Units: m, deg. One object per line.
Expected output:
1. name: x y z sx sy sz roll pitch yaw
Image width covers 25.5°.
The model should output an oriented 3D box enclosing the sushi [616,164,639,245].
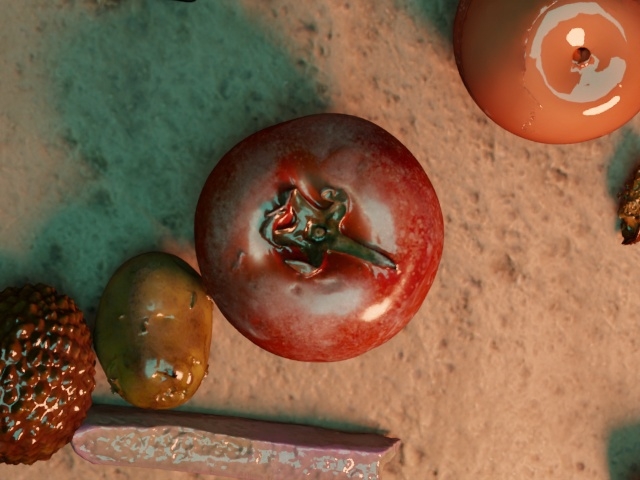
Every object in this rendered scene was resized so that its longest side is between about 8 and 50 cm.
1. sushi: 0.381 -0.047 1.666 0.060 0.061 0.118 0 104 -20

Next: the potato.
1. potato: -0.187 0.102 1.590 0.137 0.137 0.176 9 80 -10

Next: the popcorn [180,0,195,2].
1. popcorn: -0.227 -0.379 1.407 0.293 0.293 0.237 9 96 -10

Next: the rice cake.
1. rice cake: -0.100 0.246 1.659 0.399 0.070 0.064 7 104 -8

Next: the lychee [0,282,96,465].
1. lychee: -0.339 0.161 1.539 0.200 0.200 0.238 28 77 -13

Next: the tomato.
1. tomato: 0.000 0.000 1.538 0.270 0.227 0.270 0 85 1

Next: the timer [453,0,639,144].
1. timer: 0.259 -0.219 1.536 0.230 0.215 0.229 -1 108 -4
